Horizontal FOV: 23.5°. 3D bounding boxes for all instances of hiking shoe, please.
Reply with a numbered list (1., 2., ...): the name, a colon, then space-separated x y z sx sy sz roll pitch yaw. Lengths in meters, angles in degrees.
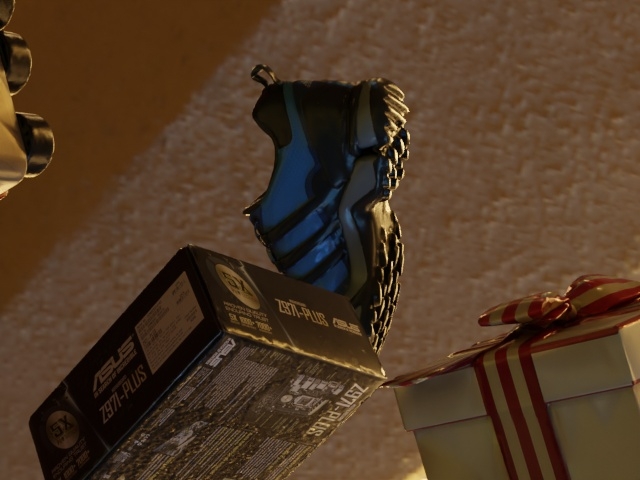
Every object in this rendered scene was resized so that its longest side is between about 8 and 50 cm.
1. hiking shoe: 0.000 0.000 1.335 0.132 0.113 0.304 9 -72 15

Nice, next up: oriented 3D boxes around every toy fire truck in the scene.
1. toy fire truck: -0.389 -0.114 1.348 0.246 0.158 0.217 -26 -106 32

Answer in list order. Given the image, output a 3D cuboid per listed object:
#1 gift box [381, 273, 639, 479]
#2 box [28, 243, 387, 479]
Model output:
1. gift box: 0.211 0.168 1.299 0.276 0.255 0.258 -16 -92 34
2. box: -0.074 0.103 0.996 0.180 0.147 0.077 -47 -134 24
